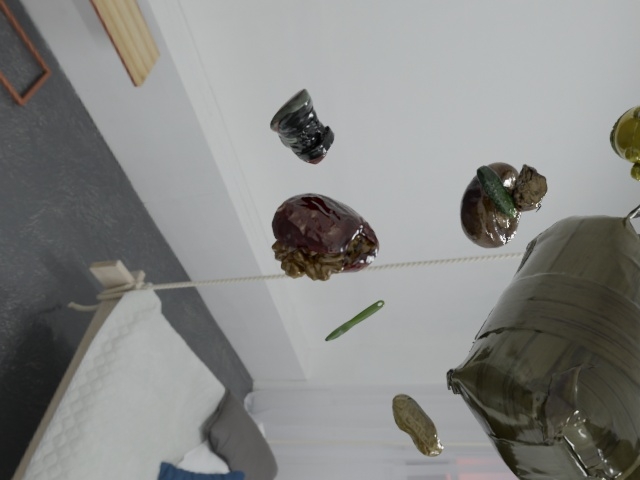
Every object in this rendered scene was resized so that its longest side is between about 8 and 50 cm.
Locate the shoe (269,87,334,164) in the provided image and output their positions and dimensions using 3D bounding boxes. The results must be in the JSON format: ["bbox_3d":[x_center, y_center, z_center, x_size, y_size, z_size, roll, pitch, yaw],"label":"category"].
[{"bbox_3d":[-0.037,-0.264,1.049,0.137,0.114,0.291,44,-2,8],"label":"shoe"}]

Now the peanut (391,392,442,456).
[{"bbox_3d":[0.273,0.528,1.211,0.093,0.083,0.194,11,31,-42],"label":"peanut"}]

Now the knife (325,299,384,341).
[{"bbox_3d":[0.081,0.199,1.027,0.022,0.184,0.026,52,15,-2],"label":"knife"}]

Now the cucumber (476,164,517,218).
[{"bbox_3d":[0.616,-0.165,1.461,0.227,0.069,0.069,53,17,-9],"label":"cucumber"}]

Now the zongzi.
[{"bbox_3d":[0.459,0.215,0.691,0.500,0.218,0.467,-45,114,-29],"label":"zongzi"}]

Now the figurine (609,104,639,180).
[{"bbox_3d":[1.215,-0.381,1.510,0.231,0.340,0.323,26,-59,59],"label":"figurine"}]

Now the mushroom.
[{"bbox_3d":[0.713,-0.150,1.620,0.334,0.356,0.331,40,50,-33],"label":"mushroom"}]

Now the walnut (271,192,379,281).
[{"bbox_3d":[0.000,0.000,1.113,0.244,0.269,0.221,-45,132,-27],"label":"walnut"}]
